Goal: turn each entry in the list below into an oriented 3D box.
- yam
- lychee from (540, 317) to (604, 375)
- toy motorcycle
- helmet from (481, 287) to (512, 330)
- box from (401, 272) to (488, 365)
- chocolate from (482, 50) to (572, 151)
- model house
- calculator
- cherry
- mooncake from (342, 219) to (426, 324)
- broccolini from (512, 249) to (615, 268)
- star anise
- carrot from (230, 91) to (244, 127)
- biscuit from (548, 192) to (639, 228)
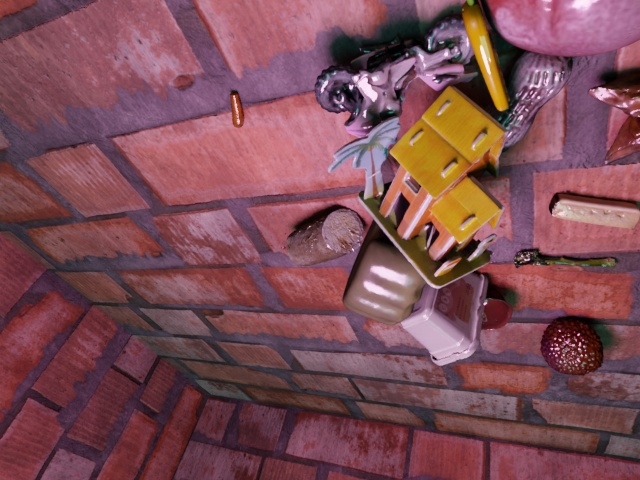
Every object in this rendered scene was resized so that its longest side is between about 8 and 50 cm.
[{"bbox_3d":[0.000,0.000,1.262,0.254,0.154,0.154,-20,128,42],"label":"yam"},{"bbox_3d":[0.822,0.344,1.324,0.188,0.188,0.188,12,141,9],"label":"lychee"},{"bbox_3d":[0.159,-0.316,0.831,0.327,0.143,0.188,-17,132,15],"label":"toy motorcycle"},{"bbox_3d":[0.540,0.206,1.321,0.155,0.106,0.175,10,139,3],"label":"helmet"},{"bbox_3d":[0.370,0.192,1.227,0.182,0.311,0.175,37,139,-10],"label":"box"},{"bbox_3d":[0.393,-0.276,0.801,0.110,0.110,0.248,20,138,-1],"label":"chocolate"},{"bbox_3d":[0.223,-0.106,0.815,0.300,0.340,0.323,54,146,27],"label":"model house"},{"bbox_3d":[0.282,-0.331,0.692,0.032,0.146,0.235,-18,126,29],"label":"calculator"},{"bbox_3d":[0.373,-0.399,0.579,0.308,0.221,0.261,6,137,46],"label":"cherry"},{"bbox_3d":[0.195,0.062,1.097,0.187,0.351,0.351,21,142,1],"label":"mooncake"},{"bbox_3d":[0.685,0.051,1.144,0.255,0.071,0.057,-3,96,16],"label":"broccolini"},{"bbox_3d":[0.674,-0.258,0.707,0.350,0.108,0.292,1,143,20],"label":"star anise"},{"bbox_3d":[-0.217,-0.337,1.043,0.032,0.032,0.093,11,136,10],"label":"carrot"},{"bbox_3d":[0.664,-0.074,0.977,0.188,0.052,0.056,10,125,10],"label":"biscuit"}]
